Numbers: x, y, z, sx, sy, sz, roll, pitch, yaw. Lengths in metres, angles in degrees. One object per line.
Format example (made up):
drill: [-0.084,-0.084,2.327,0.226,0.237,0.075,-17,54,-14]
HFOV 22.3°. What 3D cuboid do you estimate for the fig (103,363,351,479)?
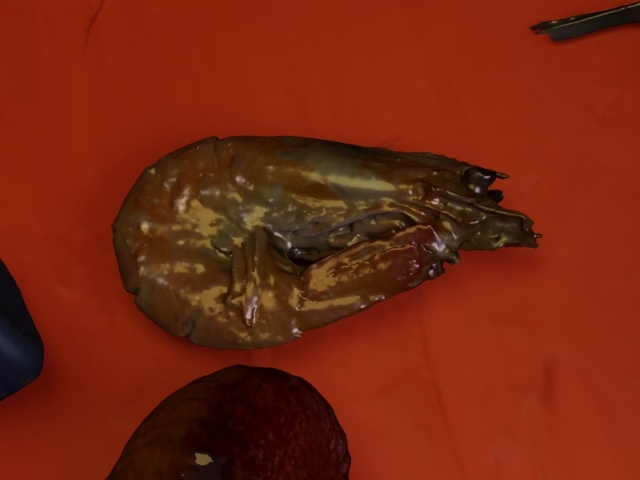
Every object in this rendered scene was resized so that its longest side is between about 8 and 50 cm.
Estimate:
fig: [-0.047,0.130,0.734,0.119,0.153,0.119,17,49,-21]

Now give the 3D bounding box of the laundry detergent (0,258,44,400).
laundry detergent: [-0.281,0.090,0.779,0.290,0.143,0.094,-33,64,2]

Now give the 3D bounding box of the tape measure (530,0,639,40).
tape measure: [0.206,-0.105,0.701,0.330,0.164,0.084,18,107,41]

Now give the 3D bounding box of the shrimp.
shrimp: [0.000,0.001,0.796,0.217,0.051,0.115,1,72,14]
